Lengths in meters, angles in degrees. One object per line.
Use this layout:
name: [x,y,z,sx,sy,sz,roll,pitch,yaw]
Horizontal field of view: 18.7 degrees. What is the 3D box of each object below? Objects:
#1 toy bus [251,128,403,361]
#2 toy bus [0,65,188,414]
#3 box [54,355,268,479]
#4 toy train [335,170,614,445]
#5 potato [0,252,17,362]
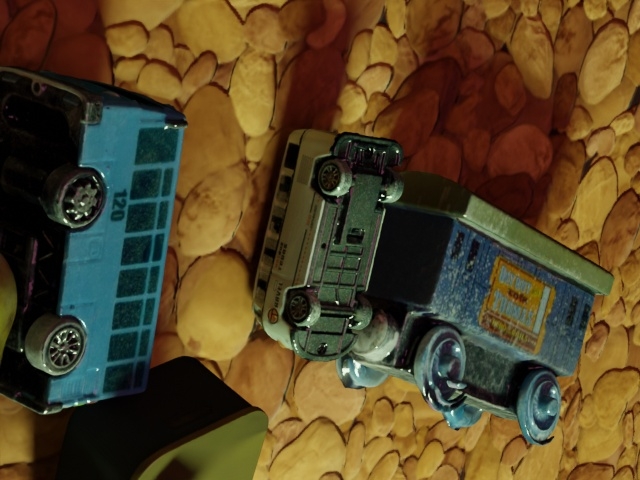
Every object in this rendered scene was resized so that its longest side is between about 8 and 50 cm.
toy bus: [0.000,0.000,1.632,0.087,0.089,0.194,5,100,-47]
toy bus: [-0.180,-0.005,1.417,0.133,0.116,0.234,-5,109,-47]
box: [-0.134,0.196,1.517,0.144,0.090,0.201,-23,140,-40]
toy train: [0.137,0.068,1.789,0.299,0.131,0.202,26,77,-50]
potato: [-0.297,0.043,1.284,0.200,0.137,0.155,26,77,-42]
